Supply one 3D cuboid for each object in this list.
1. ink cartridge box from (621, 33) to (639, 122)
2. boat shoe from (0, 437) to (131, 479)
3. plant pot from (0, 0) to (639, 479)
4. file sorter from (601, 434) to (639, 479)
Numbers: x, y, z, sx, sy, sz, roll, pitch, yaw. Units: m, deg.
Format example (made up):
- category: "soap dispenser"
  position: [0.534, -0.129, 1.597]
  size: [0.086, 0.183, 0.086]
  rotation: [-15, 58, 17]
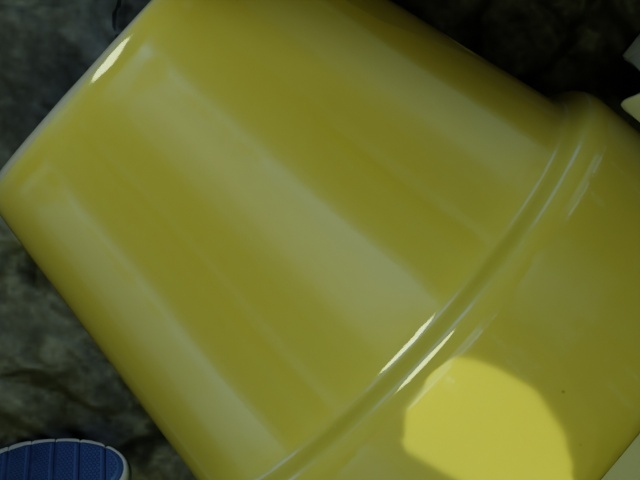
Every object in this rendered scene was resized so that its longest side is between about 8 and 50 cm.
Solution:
- category: "ink cartridge box"
  position: [0.222, -0.090, 0.728]
  size: [0.092, 0.090, 0.143]
  rotation: [32, 105, -22]
- category: "boat shoe"
  position: [-0.176, 0.156, 0.793]
  size: [0.183, 0.066, 0.066]
  rotation: [-17, 121, 9]
- category: "plant pot"
  position: [0.000, 0.000, 0.659]
  size: [0.239, 0.254, 0.254]
  rotation: [43, 102, -9]
- category: "file sorter"
  position: [0.218, 0.231, 0.784]
  size: [0.192, 0.173, 0.278]
  rotation: [-18, 112, -28]
